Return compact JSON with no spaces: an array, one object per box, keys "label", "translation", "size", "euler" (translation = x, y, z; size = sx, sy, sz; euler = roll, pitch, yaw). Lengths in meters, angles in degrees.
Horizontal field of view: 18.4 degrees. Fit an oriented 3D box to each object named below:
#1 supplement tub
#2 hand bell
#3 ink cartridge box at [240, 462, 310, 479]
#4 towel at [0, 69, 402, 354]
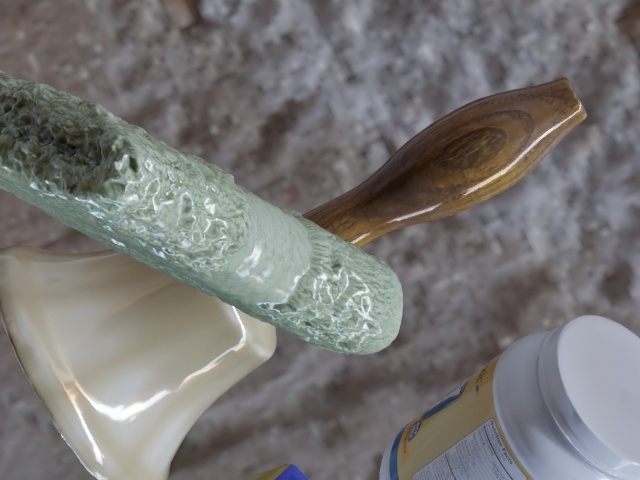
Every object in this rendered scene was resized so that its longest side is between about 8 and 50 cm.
[{"label":"supplement tub","translation":[0.153,0.156,1.441],"size":[0.144,0.144,0.200],"euler":[-15,160,-49]},{"label":"hand bell","translation":[0.000,0.000,0.818],"size":[0.242,0.126,0.126],"euler":[-29,171,8]},{"label":"ink cartridge box","translation":[-0.131,0.246,1.153],"size":[0.303,0.072,0.307],"euler":[-37,-176,-40]},{"label":"towel","translation":[-0.055,-0.016,0.500],"size":[0.110,0.027,0.148],"euler":[31,175,-40]}]
